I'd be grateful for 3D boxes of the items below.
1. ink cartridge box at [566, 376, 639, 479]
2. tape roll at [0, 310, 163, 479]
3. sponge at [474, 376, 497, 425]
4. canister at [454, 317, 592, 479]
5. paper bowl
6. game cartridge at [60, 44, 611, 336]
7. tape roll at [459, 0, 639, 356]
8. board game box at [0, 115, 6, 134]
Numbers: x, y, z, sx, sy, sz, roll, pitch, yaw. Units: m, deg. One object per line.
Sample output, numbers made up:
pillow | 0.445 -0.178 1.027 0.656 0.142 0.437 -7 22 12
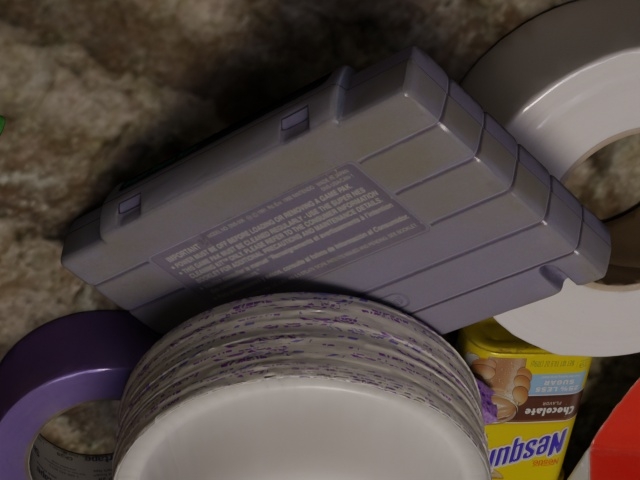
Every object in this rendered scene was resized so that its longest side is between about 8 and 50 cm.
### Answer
ink cartridge box | 0.347 0.273 1.314 0.308 0.091 0.385 9 122 -34
tape roll | -0.179 0.156 1.164 0.189 0.080 0.189 -6 124 -8
sponge | 0.029 0.149 1.183 0.210 0.031 0.117 -24 138 30
canister | 0.166 0.148 1.241 0.126 0.073 0.169 1 121 -14
paper bowl | -0.014 0.186 1.054 0.284 0.148 0.284 -1 133 -1
game cartridge | 0.000 0.000 1.030 0.355 0.068 0.230 -23 126 38
tape roll | 0.235 -0.048 1.113 0.286 0.100 0.286 -6 123 -9
board game box | -0.382 -0.049 0.890 0.317 0.064 0.242 24 137 -10
